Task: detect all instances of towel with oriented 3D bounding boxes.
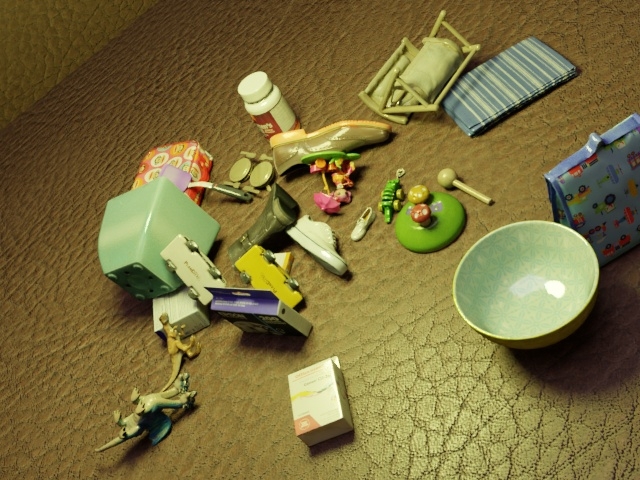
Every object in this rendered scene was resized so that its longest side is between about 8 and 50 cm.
[{"bbox_3d":[0.507,-0.432,2.032,0.336,0.040,0.243,-30,41,3],"label":"towel"}]

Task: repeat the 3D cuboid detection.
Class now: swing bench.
[{"bbox_3d":[0.281,-0.482,2.095,0.253,0.165,0.255,-53,13,-17],"label":"swing bench"}]

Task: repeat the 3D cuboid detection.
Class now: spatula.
[{"bbox_3d":[-0.350,-0.165,2.218,0.297,0.030,0.084,14,55,9],"label":"spatula"}]

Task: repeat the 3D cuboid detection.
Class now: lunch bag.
[{"bbox_3d":[-0.469,-0.189,2.345,0.258,0.120,0.293,-9,49,24],"label":"lunch bag"},{"bbox_3d":[0.591,-0.108,1.508,0.221,0.293,0.138,-32,44,3],"label":"lunch bag"}]

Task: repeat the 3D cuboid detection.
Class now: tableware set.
[{"bbox_3d":[-0.209,-0.206,2.264,0.194,0.039,0.128,17,75,46],"label":"tableware set"}]

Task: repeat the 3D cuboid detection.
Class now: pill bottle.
[{"bbox_3d":[-0.161,-0.410,2.274,0.121,0.221,0.121,-17,46,19],"label":"pill bottle"}]

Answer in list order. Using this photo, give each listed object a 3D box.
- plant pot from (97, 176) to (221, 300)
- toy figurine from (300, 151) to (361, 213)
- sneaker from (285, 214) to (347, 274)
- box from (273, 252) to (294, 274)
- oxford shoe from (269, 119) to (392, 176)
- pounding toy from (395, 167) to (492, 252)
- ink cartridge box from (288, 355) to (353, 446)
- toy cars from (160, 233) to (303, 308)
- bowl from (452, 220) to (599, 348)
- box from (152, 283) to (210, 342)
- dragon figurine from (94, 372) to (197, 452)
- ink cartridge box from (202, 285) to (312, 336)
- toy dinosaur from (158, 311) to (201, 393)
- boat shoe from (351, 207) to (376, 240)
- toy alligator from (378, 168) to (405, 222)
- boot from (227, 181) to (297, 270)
[{"bbox_3d":[-0.469,0.020,2.041,0.247,0.248,0.252,-19,43,32],"label":"plant pot"},{"bbox_3d":[0.038,-0.155,2.020,0.130,0.173,0.159,158,107,-69],"label":"toy figurine"},{"bbox_3d":[0.000,0.000,1.917,0.091,0.094,0.258,-46,44,-5],"label":"sneaker"},{"bbox_3d":[-0.144,0.077,1.988,0.136,0.028,0.081,-7,50,30],"label":"box"},{"bbox_3d":[0.035,-0.266,2.135,0.364,0.130,0.132,-9,82,16],"label":"oxford shoe"},{"bbox_3d":[0.278,-0.090,1.816,0.237,0.110,0.183,-42,44,-6],"label":"pounding toy"},{"bbox_3d":[-0.005,0.346,1.642,0.115,0.067,0.198,-24,44,12],"label":"ink cartridge box"},{"bbox_3d":[-0.226,0.088,1.910,0.394,0.087,0.176,8,97,12],"label":"toy cars"},{"bbox_3d":[0.435,0.117,1.509,0.290,0.156,0.289,-16,47,18],"label":"bowl"},{"bbox_3d":[-0.382,0.195,1.997,0.137,0.072,0.126,-26,43,8],"label":"box"},{"bbox_3d":[-0.425,0.446,1.798,0.289,0.144,0.085,-53,45,9],"label":"dragon figurine"},{"bbox_3d":[-0.158,0.175,1.780,0.206,0.208,0.045,0,62,32],"label":"ink cartridge box"},{"bbox_3d":[-0.376,0.293,1.914,0.112,0.064,0.211,-10,80,10],"label":"toy dinosaur"},{"bbox_3d":[0.110,-0.045,1.932,0.035,0.035,0.100,22,67,41],"label":"boat shoe"},{"bbox_3d":[0.190,-0.134,1.947,0.056,0.051,0.189,-3,52,29],"label":"toy alligator"},{"bbox_3d":[-0.175,-0.040,2.049,0.229,0.091,0.263,-43,17,14],"label":"boot"}]
